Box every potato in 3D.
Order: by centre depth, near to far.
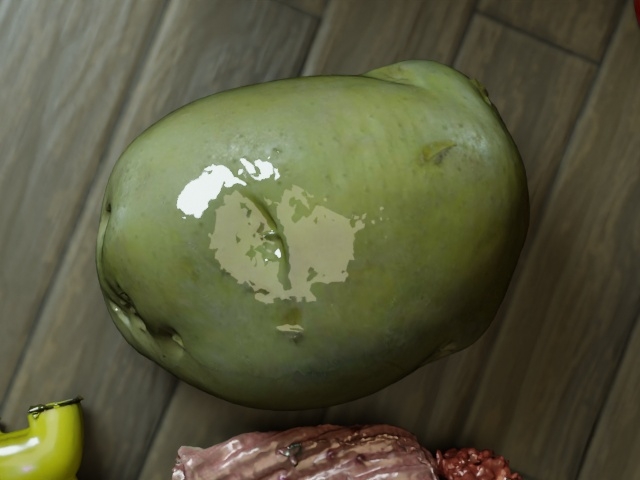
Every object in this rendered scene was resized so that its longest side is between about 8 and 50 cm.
[{"bbox_3d":[0.000,0.000,0.912,0.326,0.221,0.243,-10,85,-14],"label":"potato"}]

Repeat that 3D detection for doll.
[{"bbox_3d":[-0.199,0.230,0.931,0.135,0.143,0.220,-17,88,-12],"label":"doll"}]

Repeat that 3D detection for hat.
[{"bbox_3d":[0.036,0.244,0.988,0.286,0.107,0.236,-15,105,-5],"label":"hat"}]

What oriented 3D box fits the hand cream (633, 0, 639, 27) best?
[{"bbox_3d":[0.372,-0.218,1.027,0.193,0.125,0.193,-1,95,-11],"label":"hand cream"}]
